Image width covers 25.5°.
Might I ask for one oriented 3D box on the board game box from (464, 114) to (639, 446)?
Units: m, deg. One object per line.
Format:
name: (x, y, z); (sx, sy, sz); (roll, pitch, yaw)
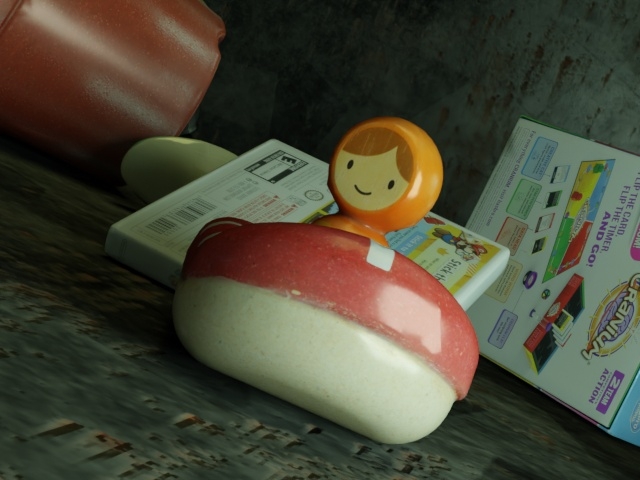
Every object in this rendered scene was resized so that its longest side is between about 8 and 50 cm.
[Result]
board game box: (0.249, 0.028, 1.349); (0.064, 0.242, 0.316); (25, 3, -32)

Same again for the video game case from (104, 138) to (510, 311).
video game case: (0.000, 0.008, 0.962); (0.206, 0.026, 0.227); (26, 27, 17)

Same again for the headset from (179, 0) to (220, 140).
headset: (-0.166, -0.171, 1.627); (0.185, 0.243, 0.394); (-3, 44, -19)

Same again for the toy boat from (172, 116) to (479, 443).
toy boat: (0.014, 0.007, 0.729); (0.151, 0.151, 0.231); (24, 3, -6)

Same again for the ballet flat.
ballet flat: (-0.072, -0.023, 1.302); (0.248, 0.086, 0.086); (23, 4, -41)

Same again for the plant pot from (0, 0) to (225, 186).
plant pot: (-0.253, -0.202, 1.359); (0.265, 0.272, 0.272); (32, 0, -25)
